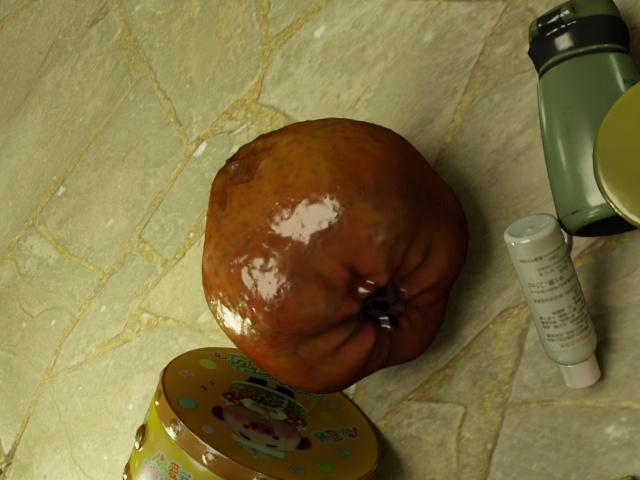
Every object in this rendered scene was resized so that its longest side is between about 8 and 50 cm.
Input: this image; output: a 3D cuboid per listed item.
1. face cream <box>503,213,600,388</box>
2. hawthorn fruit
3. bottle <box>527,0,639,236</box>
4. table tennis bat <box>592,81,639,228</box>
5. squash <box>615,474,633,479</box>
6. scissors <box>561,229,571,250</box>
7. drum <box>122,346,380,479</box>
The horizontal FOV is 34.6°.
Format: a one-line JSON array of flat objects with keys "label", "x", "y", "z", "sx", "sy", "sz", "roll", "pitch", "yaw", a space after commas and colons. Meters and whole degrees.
[{"label": "face cream", "x": 0.339, "y": 0.094, "z": 1.468, "sx": 0.082, "sy": 0.082, "sz": 0.269, "roll": 5, "pitch": 124, "yaw": 49}, {"label": "hawthorn fruit", "x": 0.000, "y": 0.000, "z": 1.701, "sx": 0.471, "sy": 0.471, "sz": 0.472, "roll": -7, "pitch": 80, "yaw": 48}, {"label": "bottle", "x": 0.390, "y": -0.186, "z": 1.460, "sx": 0.168, "sy": 0.168, "sz": 0.347, "roll": -24, "pitch": 68, "yaw": 45}, {"label": "table tennis bat", "x": 0.528, "y": -0.113, "z": 1.280, "sx": 0.368, "sy": 0.054, "sz": 0.224, "roll": -1, "pitch": 78, "yaw": 24}, {"label": "squash", "x": 0.429, "y": 0.431, "z": 1.417, "sx": 0.090, "sy": 0.075, "sz": 0.200, "roll": -28, "pitch": 64, "yaw": 16}, {"label": "scissors", "x": 0.358, "y": 0.076, "z": 1.580, "sx": 0.110, "sy": 0.021, "sz": 0.212, "roll": -30, "pitch": 64, "yaw": 40}, {"label": "drum", "x": -0.117, "y": 0.383, "z": 1.801, "sx": 0.431, "sy": 0.431, "sz": 0.214, "roll": 41, "pitch": 117, "yaw": 43}]
